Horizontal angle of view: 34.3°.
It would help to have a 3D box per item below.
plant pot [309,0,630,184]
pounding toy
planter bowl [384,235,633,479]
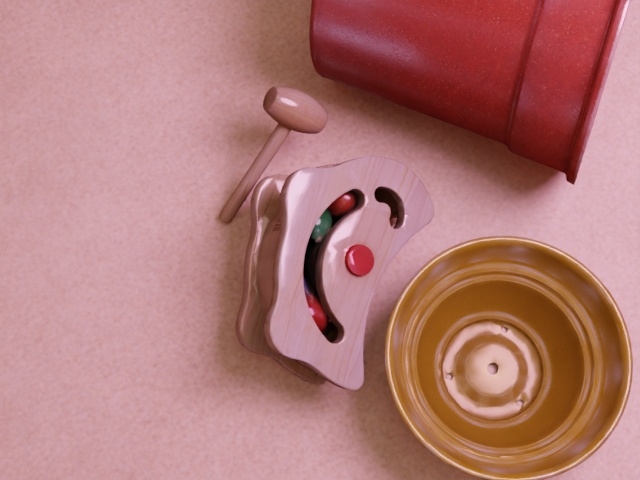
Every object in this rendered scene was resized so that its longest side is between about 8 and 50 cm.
[{"bbox_3d":[0.145,-0.218,0.961,0.265,0.272,0.272,17,75,12],"label":"plant pot"},{"bbox_3d":[0.000,0.000,0.983,0.154,0.155,0.270,10,83,-28],"label":"pounding toy"},{"bbox_3d":[0.163,0.111,0.943,0.217,0.090,0.217,0,75,-1],"label":"planter bowl"}]
